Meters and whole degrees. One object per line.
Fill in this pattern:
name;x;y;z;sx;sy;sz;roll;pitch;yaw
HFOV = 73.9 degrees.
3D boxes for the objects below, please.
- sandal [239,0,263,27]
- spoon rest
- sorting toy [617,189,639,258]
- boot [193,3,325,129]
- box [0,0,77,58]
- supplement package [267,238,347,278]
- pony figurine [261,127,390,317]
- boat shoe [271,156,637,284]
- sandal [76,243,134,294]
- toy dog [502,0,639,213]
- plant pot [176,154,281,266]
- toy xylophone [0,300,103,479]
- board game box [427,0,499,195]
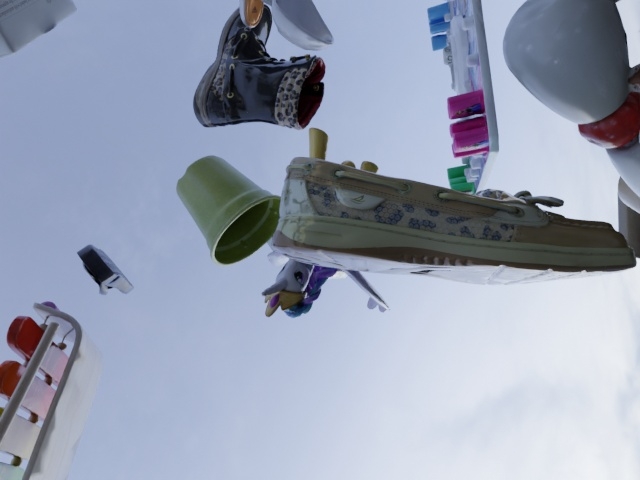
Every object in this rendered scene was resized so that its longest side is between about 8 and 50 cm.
sandal;-0.120;-0.604;0.930;0.102;0.076;0.265;-48;-24;-46
spoon rest;-0.056;-0.468;0.856;0.137;0.084;0.276;10;-141;-37
sorting toy;0.795;-0.064;0.946;0.041;0.229;0.307;85;-156;-57
boot;-0.122;-0.431;1.052;0.138;0.284;0.377;60;-133;-60
box;-0.468;-0.322;0.562;0.181;0.182;0.119;-87;-12;-46
supplement package;0.000;0.000;1.463;0.262;0.199;0.198;1;-49;-47
pony figurine;0.012;0.000;0.911;0.351;0.302;0.363;34;-106;-65
boat shoe;0.105;-0.017;0.348;0.285;0.104;0.089;6;-103;0
sandal;-0.416;0.061;0.803;0.054;0.254;0.097;-40;-92;-19
toy dog;0.311;-0.110;0.339;0.333;0.220;0.161;18;-65;-44
plant pot;-0.284;-0.107;1.270;0.254;0.276;0.276;45;-130;17
toy xylophone;-0.355;0.221;0.511;0.081;0.236;0.323;7;-133;-7
board game box;0.204;-0.272;0.655;0.390;0.050;0.390;15;-111;-73
